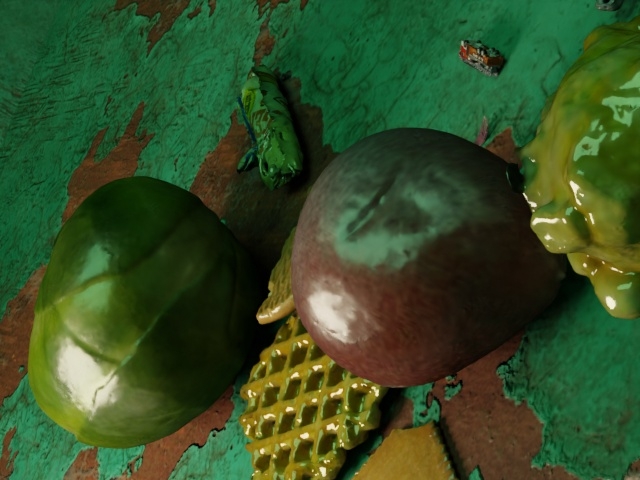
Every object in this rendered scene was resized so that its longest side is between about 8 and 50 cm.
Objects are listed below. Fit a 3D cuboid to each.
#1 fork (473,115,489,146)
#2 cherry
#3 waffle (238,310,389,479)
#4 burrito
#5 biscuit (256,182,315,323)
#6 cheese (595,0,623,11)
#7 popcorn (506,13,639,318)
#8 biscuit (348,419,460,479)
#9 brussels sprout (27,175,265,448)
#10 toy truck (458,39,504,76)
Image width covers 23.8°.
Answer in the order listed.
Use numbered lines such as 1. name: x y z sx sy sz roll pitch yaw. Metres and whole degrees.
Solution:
1. fork: 0.159 -0.089 1.700 0.115 0.012 0.016 -59 24 20
2. cherry: 0.100 0.017 1.499 0.307 0.221 0.261 7 74 42
3. waffle: -0.004 0.164 1.724 0.291 0.051 0.291 -37 40 39
4. burrito: -0.080 -0.147 2.109 0.104 0.054 0.288 -53 30 21
5. biscuit: 0.001 0.001 1.837 0.144 0.033 0.224 -26 33 41
6. cheese: 0.326 -0.317 1.562 0.171 0.047 0.092 -57 28 15
7. popcorn: 0.278 -0.073 1.257 0.286 0.215 0.252 -46 -31 -55
8. biscuit: 0.064 0.308 1.527 0.237 0.013 0.232 -52 30 21
9. brussels sprout: -0.222 0.078 1.953 0.315 0.276 0.371 125 161 -45
10. toy truck: 0.182 -0.211 1.745 0.083 0.024 0.032 -136 44 -58
